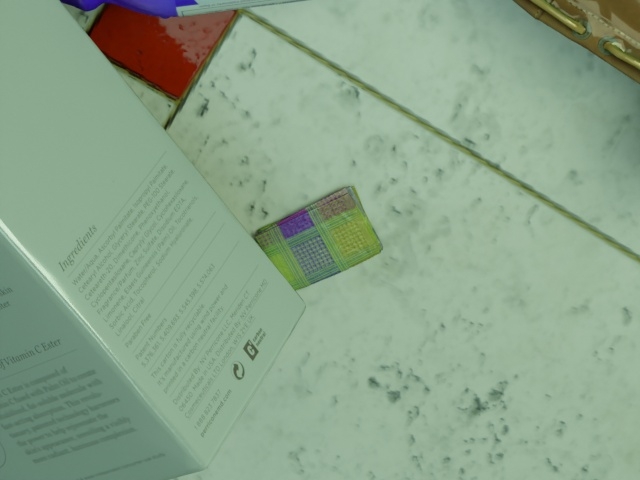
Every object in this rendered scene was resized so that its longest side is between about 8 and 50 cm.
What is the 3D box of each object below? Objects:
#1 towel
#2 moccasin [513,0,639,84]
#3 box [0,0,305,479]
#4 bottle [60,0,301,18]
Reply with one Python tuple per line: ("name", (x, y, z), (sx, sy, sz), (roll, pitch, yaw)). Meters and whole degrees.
("towel", (0.000, 0.000, 1.359), (0.083, 0.009, 0.060), (-26, 111, 8))
("moccasin", (0.273, -0.098, 1.266), (0.380, 0.139, 0.147), (38, 112, -18))
("box", (-0.213, -0.002, 1.220), (0.215, 0.168, 0.345), (-21, 116, 41))
("bottle", (-0.094, -0.210, 1.226), (0.283, 0.092, 0.118), (-7, 106, 0))
